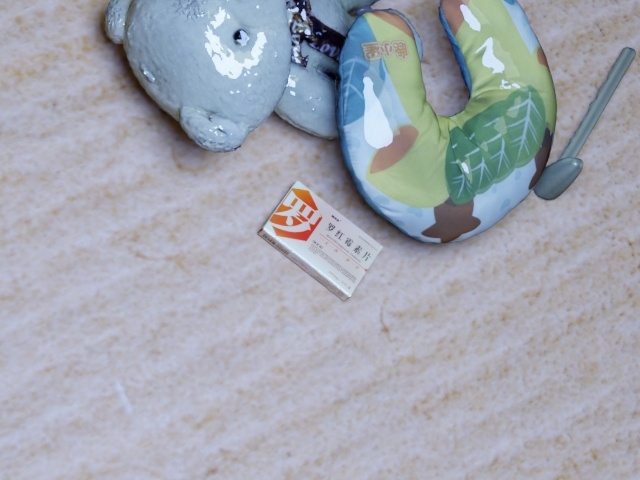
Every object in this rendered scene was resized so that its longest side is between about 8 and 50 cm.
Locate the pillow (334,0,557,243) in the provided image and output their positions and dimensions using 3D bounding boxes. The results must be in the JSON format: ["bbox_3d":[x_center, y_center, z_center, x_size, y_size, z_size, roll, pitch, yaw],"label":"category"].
[{"bbox_3d":[0.106,-0.110,1.618,0.233,0.086,0.214,-29,103,-33],"label":"pillow"}]

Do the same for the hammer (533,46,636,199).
[{"bbox_3d":[0.248,-0.117,1.730,0.028,0.060,0.195,37,55,-6],"label":"hammer"}]

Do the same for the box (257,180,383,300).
[{"bbox_3d":[0.000,0.000,1.591,0.093,0.015,0.058,39,61,-6],"label":"box"}]

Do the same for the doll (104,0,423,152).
[{"bbox_3d":[-0.025,-0.184,1.591,0.278,0.149,0.175,-20,59,-39],"label":"doll"}]
